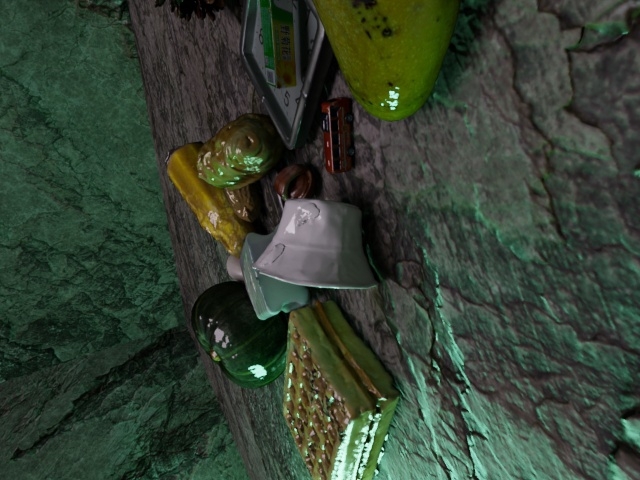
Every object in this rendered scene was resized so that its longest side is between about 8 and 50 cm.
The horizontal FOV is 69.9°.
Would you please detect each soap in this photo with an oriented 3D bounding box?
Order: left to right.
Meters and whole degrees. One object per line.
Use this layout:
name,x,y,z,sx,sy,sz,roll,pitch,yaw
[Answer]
soap,-0.113,0.081,1.017,0.289,0.095,0.173,137,117,-72

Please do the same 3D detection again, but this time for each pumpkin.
pumpkin,-0.203,0.240,1.209,0.300,0.207,0.300,40,156,22

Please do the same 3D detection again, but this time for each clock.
clock,-0.061,-0.332,0.766,0.274,0.049,0.279,63,153,22

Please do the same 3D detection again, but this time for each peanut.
peanut,-0.203,-0.135,1.146,0.093,0.083,0.194,-24,83,66

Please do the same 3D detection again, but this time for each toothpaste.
toothpaste,-0.063,-0.319,0.675,0.043,0.037,0.179,-135,37,-53

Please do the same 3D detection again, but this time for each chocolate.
chocolate,-0.302,-0.107,1.283,0.445,0.162,0.162,51,147,39

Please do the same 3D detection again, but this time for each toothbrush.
toothbrush,-0.058,-0.010,0.979,0.030,0.030,0.298,3,108,57

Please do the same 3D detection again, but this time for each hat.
hat,0.000,0.000,0.719,0.203,0.203,0.126,13,94,63

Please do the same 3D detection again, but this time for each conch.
conch,-0.187,0.069,1.228,0.094,0.104,0.176,54,159,-22

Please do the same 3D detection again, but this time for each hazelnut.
hazelnut,-0.045,-0.103,0.844,0.086,0.086,0.087,43,141,49

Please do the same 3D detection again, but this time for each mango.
mango,0.052,-0.274,0.431,0.176,0.175,0.330,-53,-38,-62

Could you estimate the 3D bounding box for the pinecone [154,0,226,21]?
pinecone,-0.288,-0.561,0.936,0.221,0.221,0.222,43,141,49

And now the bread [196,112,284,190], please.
bread,-0.163,-0.182,0.950,0.130,0.152,0.267,58,156,-14

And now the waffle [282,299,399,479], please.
waffle,0.021,0.325,0.915,0.261,0.113,0.377,54,149,43

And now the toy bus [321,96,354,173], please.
toy bus,0.025,-0.158,0.692,0.031,0.043,0.110,33,133,56
